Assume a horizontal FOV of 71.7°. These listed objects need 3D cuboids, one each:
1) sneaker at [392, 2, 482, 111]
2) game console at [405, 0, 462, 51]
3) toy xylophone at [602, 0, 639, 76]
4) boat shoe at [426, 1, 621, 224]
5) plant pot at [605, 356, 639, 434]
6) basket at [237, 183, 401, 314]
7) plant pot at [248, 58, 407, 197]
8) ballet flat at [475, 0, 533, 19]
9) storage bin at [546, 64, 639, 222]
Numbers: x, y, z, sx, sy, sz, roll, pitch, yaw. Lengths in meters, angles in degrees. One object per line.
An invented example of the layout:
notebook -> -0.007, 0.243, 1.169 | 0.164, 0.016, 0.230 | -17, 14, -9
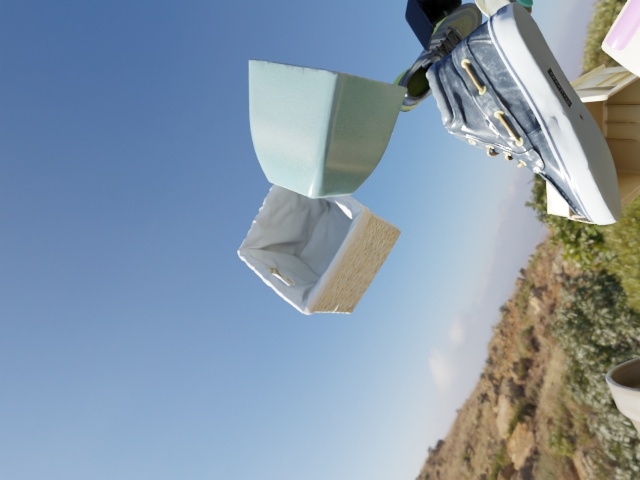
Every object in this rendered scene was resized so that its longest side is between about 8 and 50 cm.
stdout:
sneaker -> 0.297, -0.449, 1.099 | 0.300, 0.111, 0.121 | -54, 12, 14
game console -> 0.238, -0.494, 0.949 | 0.071, 0.107, 0.122 | 19, -136, -57
toy xylophone -> 0.497, -0.252, 0.459 | 0.236, 0.322, 0.081 | 112, 158, -50
boat shoe -> 0.164, -0.086, 0.358 | 0.065, 0.083, 0.183 | -38, -82, -41
plant pot -> 0.726, 0.355, 0.777 | 0.323, 0.323, 0.281 | 5, -111, -68
basket -> 0.000, 0.000, 1.302 | 0.266, 0.328, 0.331 | 16, -74, -54
plant pot -> -0.002, -0.230, 0.955 | 0.247, 0.247, 0.252 | -11, -62, -49
ballet flat -> 0.244, -0.403, 0.651 | 0.072, 0.068, 0.213 | -7, -103, -28
storage bin -> 0.592, -0.209, 0.929 | 0.260, 0.123, 0.262 | -30, -61, -26
